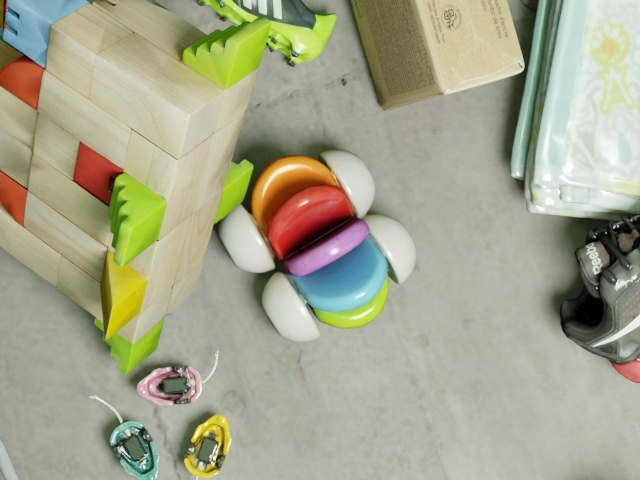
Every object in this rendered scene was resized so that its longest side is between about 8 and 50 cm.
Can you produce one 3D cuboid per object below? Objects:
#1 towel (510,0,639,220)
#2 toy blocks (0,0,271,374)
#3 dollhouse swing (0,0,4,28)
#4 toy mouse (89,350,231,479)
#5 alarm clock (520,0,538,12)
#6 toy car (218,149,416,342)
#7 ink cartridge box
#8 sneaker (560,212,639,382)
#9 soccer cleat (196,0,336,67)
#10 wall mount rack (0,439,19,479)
[{"bbox_3d":[0.370,-0.190,1.350,0.321,0.090,0.374,9,95,-8],"label":"towel"},{"bbox_3d":[-0.216,-0.093,1.235,0.261,0.381,0.191,35,46,14],"label":"toy blocks"},{"bbox_3d":[-0.406,-0.398,1.337,0.347,0.315,0.305,-38,55,-8],"label":"dollhouse swing"},{"bbox_3d":[-0.155,0.174,1.333,0.143,0.031,0.161,17,82,-2],"label":"toy mouse"},{"bbox_3d":[0.234,-0.298,1.408,0.192,0.064,0.129,6,82,0],"label":"alarm clock"},{"bbox_3d":[0.000,0.000,1.313,0.159,0.136,0.182,-31,86,-7],"label":"toy car"},{"bbox_3d":[0.091,-0.251,1.302,0.088,0.193,0.234,-18,96,-13],"label":"ink cartridge box"},{"bbox_3d":[0.317,0.012,1.284,0.135,0.097,0.276,20,122,-16],"label":"sneaker"},{"bbox_3d":[-0.067,-0.248,1.385,0.179,0.060,0.072,35,72,-5],"label":"soccer cleat"},{"bbox_3d":[-0.442,0.220,1.207,0.304,0.350,0.130,-29,49,-10],"label":"wall mount rack"}]
